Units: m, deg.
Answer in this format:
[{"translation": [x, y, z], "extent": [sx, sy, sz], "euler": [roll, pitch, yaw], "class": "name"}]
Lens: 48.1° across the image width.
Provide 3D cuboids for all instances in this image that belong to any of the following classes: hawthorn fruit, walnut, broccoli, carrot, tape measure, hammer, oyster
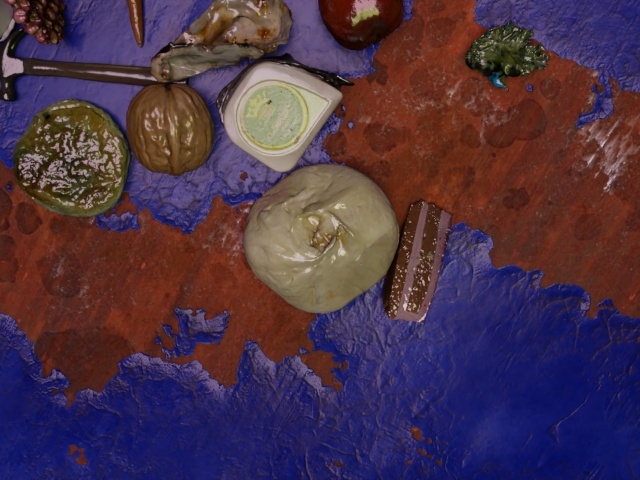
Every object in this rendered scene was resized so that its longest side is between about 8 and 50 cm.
[{"translation": [0.083, -0.527, 1.573], "extent": [0.185, 0.185, 0.202], "euler": [-25, 83, 4], "class": "hawthorn fruit"}, {"translation": [-0.337, -0.247, 1.614], "extent": [0.213, 0.213, 0.214], "euler": [0, 100, 0], "class": "walnut"}, {"translation": [0.418, -0.405, 1.603], "extent": [0.167, 0.160, 0.154], "euler": [32, 126, -16], "class": "broccoli"}, {"translation": [-0.427, -0.550, 1.633], "extent": [0.048, 0.048, 0.216], "euler": [-7, 106, 1], "class": "carrot"}, {"translation": [-0.095, -0.320, 1.628], "extent": [0.231, 0.133, 0.271], "euler": [35, 104, -15], "class": "tape measure"}, {"translation": [-0.525, -0.387, 1.661], "extent": [0.439, 0.044, 0.169], "euler": [6, 102, -2], "class": "hammer"}, {"translation": [-0.222, -0.438, 1.581], "extent": [0.336, 0.198, 0.133], "euler": [-24, 143, -3], "class": "oyster"}]

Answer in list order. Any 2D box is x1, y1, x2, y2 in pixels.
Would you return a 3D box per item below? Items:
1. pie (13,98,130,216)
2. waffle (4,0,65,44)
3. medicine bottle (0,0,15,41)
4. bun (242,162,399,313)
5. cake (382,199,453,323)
[{"translation": [-0.576, -0.188, 1.678], "extent": [0.276, 0.078, 0.277], "euler": [0, 101, -2], "class": "pie"}, {"translation": [-0.625, -0.536, 1.544], "extent": [0.055, 0.221, 0.235], "euler": [-16, 93, 10], "class": "waffle"}, {"translation": [-0.868, -0.570, 1.534], "extent": [0.378, 0.213, 0.214], "euler": [22, 99, 1], "class": "medicine bottle"}, {"translation": [0.000, 0.000, 1.645], "extent": [0.360, 0.213, 0.362], "euler": [0, 98, 1], "class": "bun"}, {"translation": [0.228, 0.053, 1.730], "extent": [0.115, 0.113, 0.296], "euler": [18, 88, -9], "class": "cake"}]
